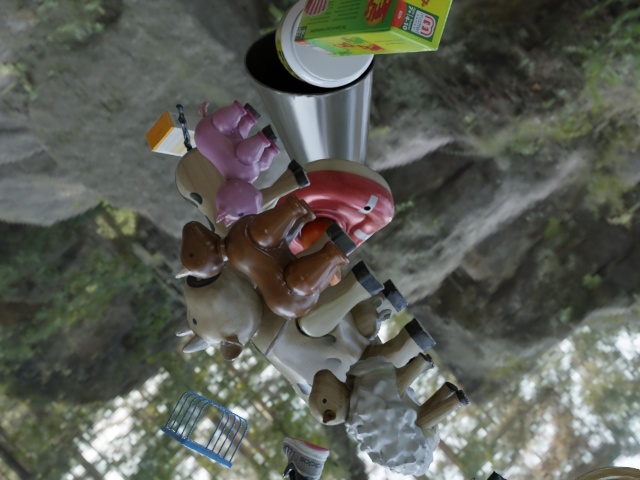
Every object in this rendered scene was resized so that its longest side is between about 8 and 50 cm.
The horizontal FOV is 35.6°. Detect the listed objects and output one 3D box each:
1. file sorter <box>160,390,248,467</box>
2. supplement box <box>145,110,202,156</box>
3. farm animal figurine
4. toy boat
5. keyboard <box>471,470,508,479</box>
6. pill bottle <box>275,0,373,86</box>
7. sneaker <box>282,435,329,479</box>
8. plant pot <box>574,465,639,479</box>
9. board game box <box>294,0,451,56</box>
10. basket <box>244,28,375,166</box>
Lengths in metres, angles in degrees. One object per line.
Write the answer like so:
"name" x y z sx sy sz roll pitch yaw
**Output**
"file sorter" -0.239 0.388 2.076 0.104 0.118 0.170 -63 -159 -11
"supplement box" -0.222 -0.169 1.604 0.098 0.036 0.062 7 139 -47
"farm animal figurine" -0.043 0.046 0.914 0.172 0.327 0.330 -39 -159 6
"toy boat" 0.000 0.000 1.343 0.231 0.151 0.151 -42 -140 34
"keyboard" 0.320 0.560 2.033 0.192 0.100 0.038 -57 -175 15
"pill bottle" 0.006 -0.255 1.263 0.119 0.119 0.208 -43 -169 3
"sneaker" -0.034 0.369 1.643 0.170 0.063 0.075 152 -40 -73
"plant pot" 0.460 0.465 1.522 0.236 0.236 0.032 -43 166 -1
"board game box" 0.044 -0.199 0.793 0.181 0.043 0.092 19 -87 65
"basket" -0.002 -0.208 1.583 0.227 0.204 0.154 77 27 -53
